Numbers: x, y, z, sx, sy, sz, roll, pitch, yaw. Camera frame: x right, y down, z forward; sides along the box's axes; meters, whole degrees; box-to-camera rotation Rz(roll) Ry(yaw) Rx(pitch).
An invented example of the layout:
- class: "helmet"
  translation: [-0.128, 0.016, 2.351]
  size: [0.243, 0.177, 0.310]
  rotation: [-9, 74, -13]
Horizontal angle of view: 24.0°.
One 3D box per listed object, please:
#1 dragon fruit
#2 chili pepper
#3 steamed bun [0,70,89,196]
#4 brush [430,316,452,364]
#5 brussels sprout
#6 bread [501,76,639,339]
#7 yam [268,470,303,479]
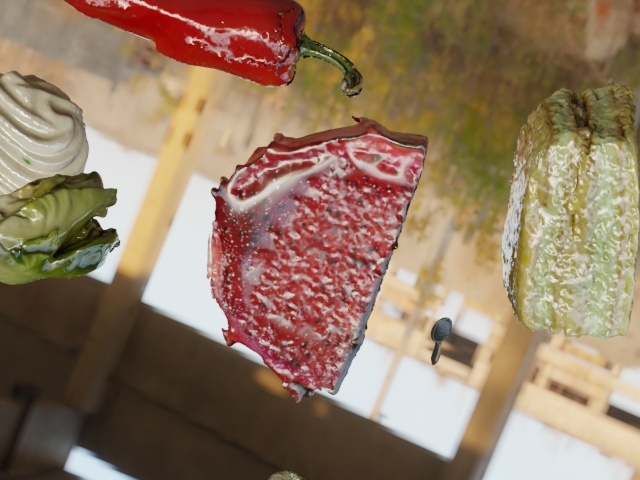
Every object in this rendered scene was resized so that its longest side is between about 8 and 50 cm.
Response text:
- class: "dragon fruit"
  translation: [0.000, 0.000, 1.290]
  size: [0.163, 0.261, 0.189]
  rotation: [29, -154, 24]
- class: "chili pepper"
  translation: [-0.133, -0.247, 1.710]
  size: [0.387, 0.110, 0.110]
  rotation: [16, -176, -1]
- class: "steamed bun"
  translation: [-0.363, -0.112, 1.784]
  size: [0.183, 0.183, 0.106]
  rotation: [23, -146, 10]
- class: "brush"
  translation: [0.122, 0.105, 1.560]
  size: [0.024, 0.083, 0.008]
  rotation: [-16, -125, -17]
- class: "brussels sprout"
  translation: [-0.269, -0.005, 1.425]
  size: [0.139, 0.100, 0.181]
  rotation: [-12, -169, 35]
- class: "bread"
  translation: [0.212, -0.026, 1.269]
  size: [0.102, 0.196, 0.138]
  rotation: [2, -153, -1]
- class: "yam"
  translation: [-0.013, 0.460, 2.124]
  size: [0.067, 0.317, 0.071]
  rotation: [11, -140, 38]
